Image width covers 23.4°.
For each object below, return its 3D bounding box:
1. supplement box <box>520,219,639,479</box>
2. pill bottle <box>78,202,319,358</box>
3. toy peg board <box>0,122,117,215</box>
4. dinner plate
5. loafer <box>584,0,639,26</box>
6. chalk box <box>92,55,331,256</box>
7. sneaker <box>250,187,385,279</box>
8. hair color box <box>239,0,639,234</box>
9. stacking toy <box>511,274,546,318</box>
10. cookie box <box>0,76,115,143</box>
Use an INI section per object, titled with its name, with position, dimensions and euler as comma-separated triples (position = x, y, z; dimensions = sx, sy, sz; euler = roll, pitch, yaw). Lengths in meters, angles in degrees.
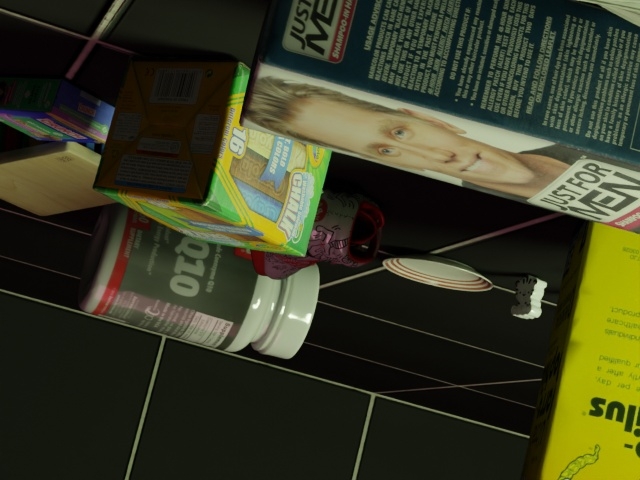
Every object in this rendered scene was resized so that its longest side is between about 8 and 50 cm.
[supplement box]
position = 0.307, 0.157, 1.456
dimensions = 0.195, 0.356, 0.194
euler = 13, 168, 5
[pill bottle]
position = -0.155, 0.051, 1.989
dimensions = 0.283, 0.161, 0.161
euler = 17, 168, -16
[toy peg board]
position = -0.292, -0.096, 1.702
dimensions = 0.161, 0.079, 0.161
euler = -9, 161, 27
[dinner plate]
position = 0.147, 0.037, 1.927
dimensions = 0.141, 0.017, 0.141
euler = 13, 170, 2
[loafer]
position = 0.115, -0.171, 0.753
dimensions = 0.320, 0.112, 0.111
euler = 9, 165, -15
[chalk box]
position = -0.080, -0.067, 1.401
dimensions = 0.132, 0.132, 0.213
euler = 7, 166, 34
[sneaker]
position = 0.000, 0.001, 1.742
dimensions = 0.145, 0.090, 0.270
euler = 14, 166, 12
[hair color box]
position = 0.126, -0.100, 1.069
dimensions = 0.347, 0.105, 0.174
euler = 15, 168, -4
[stacking toy]
position = 0.358, 0.084, 1.838
dimensions = 0.167, 0.052, 0.221
euler = 19, 166, -34
[cookie box]
position = -0.273, -0.131, 1.550
dimensions = 0.107, 0.040, 0.092
euler = 5, 166, 36
